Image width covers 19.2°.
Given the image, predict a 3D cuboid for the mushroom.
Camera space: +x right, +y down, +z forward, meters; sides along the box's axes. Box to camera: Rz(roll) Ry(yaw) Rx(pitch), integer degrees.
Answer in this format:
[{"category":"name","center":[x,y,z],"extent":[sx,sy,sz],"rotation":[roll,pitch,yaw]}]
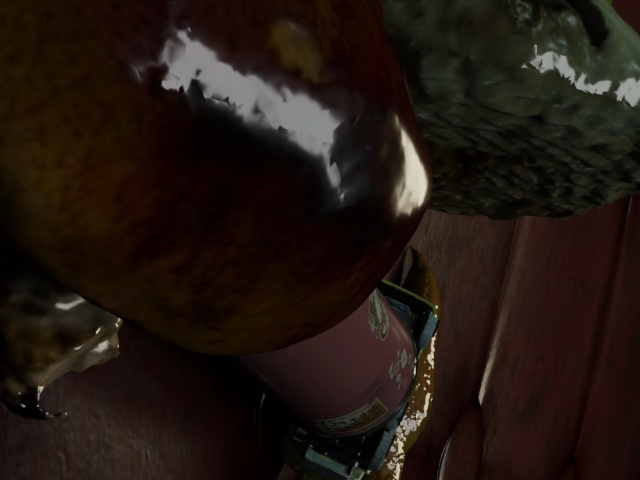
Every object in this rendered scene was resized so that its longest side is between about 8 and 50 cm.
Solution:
[{"category":"mushroom","center":[-0.101,-0.097,0.899],"extent":[0.345,0.259,0.345],"rotation":[36,44,-45]}]

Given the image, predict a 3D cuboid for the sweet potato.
[{"category":"sweet potato","center":[0.062,0.127,1.569],"extent":[0.067,0.067,0.274],"rotation":[69,31,-54]}]

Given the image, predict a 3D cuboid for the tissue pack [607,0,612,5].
[{"category":"tissue pack","center":[0.137,-0.255,1.432],"extent":[0.200,0.167,0.275],"rotation":[-32,128,-63]}]

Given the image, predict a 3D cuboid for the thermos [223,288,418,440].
[{"category":"thermos","center":[-0.025,0.021,1.223],"extent":[0.330,0.109,0.136],"rotation":[51,53,-63]}]

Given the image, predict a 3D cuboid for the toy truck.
[{"category":"toy truck","center":[0.024,0.118,1.439],"extent":[0.100,0.077,0.169],"rotation":[119,-5,-53]}]

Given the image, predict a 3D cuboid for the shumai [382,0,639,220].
[{"category":"shumai","center":[0.093,-0.171,1.223],"extent":[0.309,0.304,0.264],"rotation":[49,44,-66]}]
